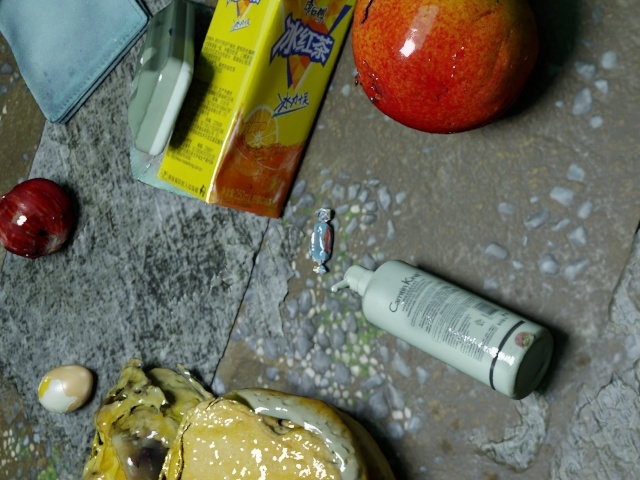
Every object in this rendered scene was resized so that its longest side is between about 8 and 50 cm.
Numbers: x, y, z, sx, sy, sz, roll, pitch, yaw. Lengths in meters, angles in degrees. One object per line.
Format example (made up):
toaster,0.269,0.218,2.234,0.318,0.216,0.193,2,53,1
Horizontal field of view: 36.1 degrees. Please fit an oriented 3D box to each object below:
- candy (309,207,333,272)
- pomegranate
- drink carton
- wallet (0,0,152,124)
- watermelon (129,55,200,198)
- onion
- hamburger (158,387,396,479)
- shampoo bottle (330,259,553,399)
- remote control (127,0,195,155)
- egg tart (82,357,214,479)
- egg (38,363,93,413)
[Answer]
candy,-0.001,0.000,1.263,0.030,0.020,0.083,6,88,36
pomegranate,0.142,-0.232,1.087,0.210,0.210,0.235,31,87,35
drink carton,-0.074,-0.217,1.264,0.111,0.154,0.352,26,98,35
wallet,-0.413,-0.372,1.594,0.251,0.054,0.290,-45,62,23
watermelon,-0.172,-0.187,1.382,0.241,0.094,0.154,-54,33,13
onion,-0.448,-0.033,1.526,0.131,0.131,0.131,-6,80,35
hamburger,-0.061,0.322,1.158,0.318,0.158,0.319,-6,74,21
shampoo bottle,0.132,0.087,1.116,0.262,0.085,0.085,26,98,36
remote control,-0.212,-0.229,1.308,0.128,0.065,0.335,-62,18,21
egg tart,-0.245,0.302,1.336,0.297,0.132,0.297,-9,77,40
egg,-0.380,0.221,1.472,0.083,0.071,0.071,-35,64,21
